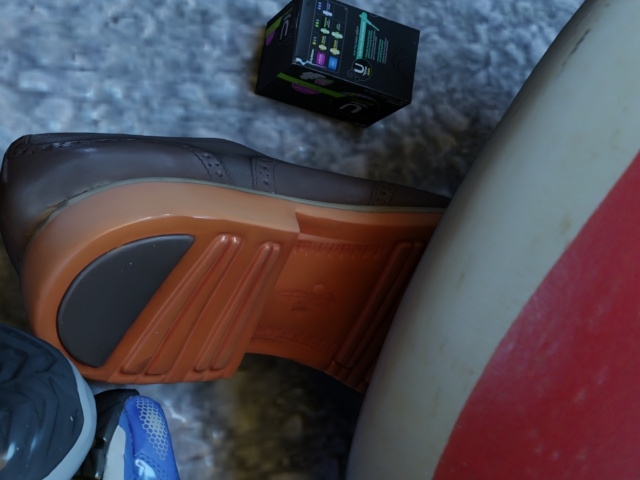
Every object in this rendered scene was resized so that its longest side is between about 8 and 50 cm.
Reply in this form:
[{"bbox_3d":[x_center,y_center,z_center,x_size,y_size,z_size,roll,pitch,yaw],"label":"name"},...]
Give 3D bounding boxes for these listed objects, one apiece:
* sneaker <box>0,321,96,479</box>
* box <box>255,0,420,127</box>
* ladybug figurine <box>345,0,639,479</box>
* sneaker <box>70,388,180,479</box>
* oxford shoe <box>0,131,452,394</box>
[{"bbox_3d":[-0.248,0.172,0.363,0.384,0.145,0.147,-36,131,-10],"label":"sneaker"},{"bbox_3d":[0.010,-0.113,0.599,0.083,0.062,0.052,14,75,-23],"label":"box"},{"bbox_3d":[0.179,0.029,0.480,0.305,0.162,0.449,-1,121,-51],"label":"ladybug figurine"},{"bbox_3d":[-0.064,0.234,0.476,0.147,0.130,0.330,-11,88,-42],"label":"sneaker"},{"bbox_3d":[0.000,0.000,0.537,0.363,0.133,0.130,12,119,-41],"label":"oxford shoe"}]
